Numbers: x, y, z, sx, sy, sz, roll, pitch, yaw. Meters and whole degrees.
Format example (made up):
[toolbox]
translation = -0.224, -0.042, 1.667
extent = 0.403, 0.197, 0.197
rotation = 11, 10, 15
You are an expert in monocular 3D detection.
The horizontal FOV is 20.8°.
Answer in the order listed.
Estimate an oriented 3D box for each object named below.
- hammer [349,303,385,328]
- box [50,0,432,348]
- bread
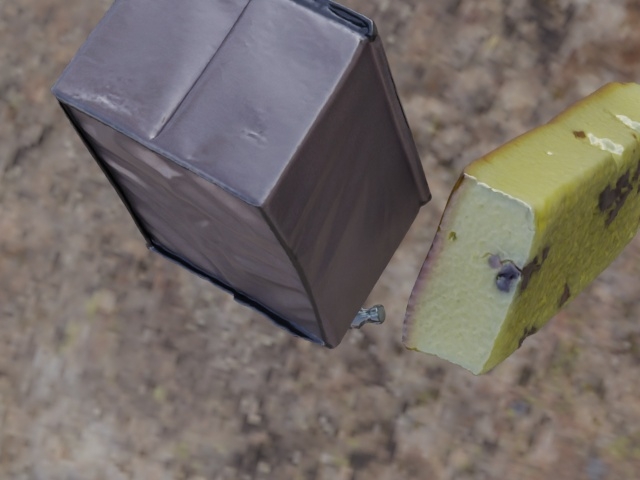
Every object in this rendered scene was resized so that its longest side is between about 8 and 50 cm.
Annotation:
[hammer]
translation = 0.000, 0.000, 1.574
extent = 0.062, 0.017, 0.182
rotation = -12, 111, 31
[box]
translation = -0.047, -0.064, 1.209
extent = 0.188, 0.252, 0.153
rotation = 28, 72, 20
[bread]
translation = 0.177, -0.021, 1.298
extent = 0.077, 0.361, 0.138
rotation = 25, 116, 20
